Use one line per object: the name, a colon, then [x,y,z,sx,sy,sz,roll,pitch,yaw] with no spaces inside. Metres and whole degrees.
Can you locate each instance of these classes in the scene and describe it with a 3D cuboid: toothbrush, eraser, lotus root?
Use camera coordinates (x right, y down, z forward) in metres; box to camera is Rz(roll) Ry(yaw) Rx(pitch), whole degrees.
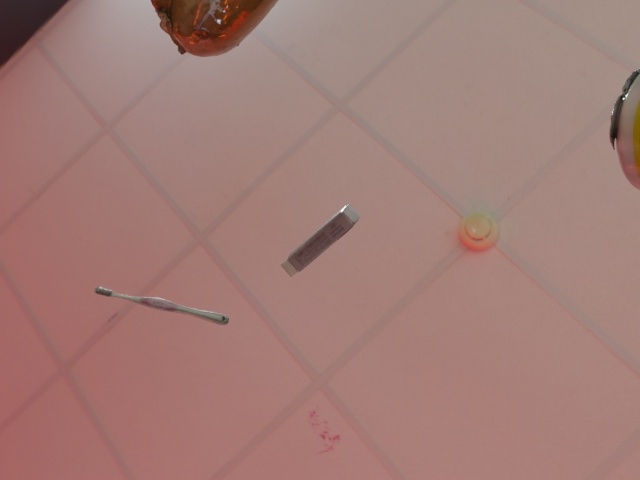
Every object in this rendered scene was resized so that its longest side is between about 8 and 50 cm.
toothbrush: [-0.239,0.099,0.917,0.204,0.022,0.017,16,-106,-14]
eraser: [0.000,0.000,0.840,0.122,0.052,0.029,-41,-88,19]
lotus root: [-0.119,-0.371,0.800,0.160,0.146,0.284,44,-70,-11]

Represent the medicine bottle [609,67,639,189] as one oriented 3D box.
medicine bottle: [0.652,-0.161,0.870,0.379,0.213,0.213,13,-105,52]
